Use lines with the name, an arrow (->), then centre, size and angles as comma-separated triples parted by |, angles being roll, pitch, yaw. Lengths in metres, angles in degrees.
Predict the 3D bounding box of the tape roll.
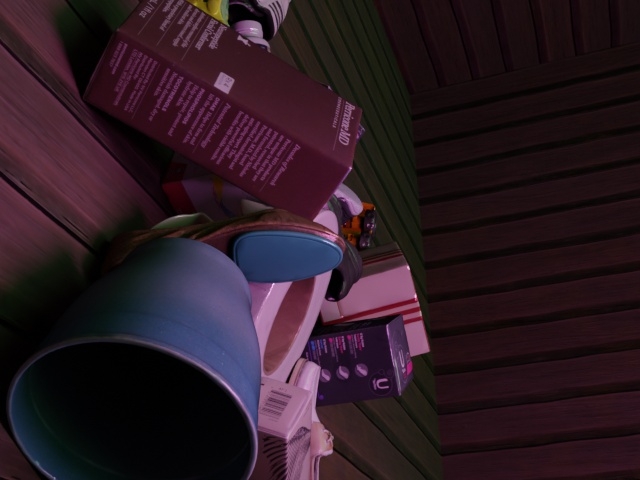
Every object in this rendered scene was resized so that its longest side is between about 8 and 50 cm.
tape roll -> -0.078, 0.119, 1.387 | 0.392, 0.072, 0.392 | 22, 90, -76

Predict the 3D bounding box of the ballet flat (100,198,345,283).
ballet flat -> -0.141, 0.004, 1.170 | 0.116, 0.342, 0.124 | 90, -15, -44

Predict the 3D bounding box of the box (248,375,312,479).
box -> -0.076, 0.364, 1.344 | 0.113, 0.094, 0.275 | -56, 154, -49

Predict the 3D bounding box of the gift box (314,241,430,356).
gift box -> 0.097, 0.165, 1.965 | 0.276, 0.258, 0.255 | -107, -179, -80

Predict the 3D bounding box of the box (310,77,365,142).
box -> -0.067, -0.236, 1.577 | 0.142, 0.247, 0.163 | -55, 142, -4

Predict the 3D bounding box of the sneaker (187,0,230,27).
sneaker -> -0.218, -0.410, 1.563 | 0.123, 0.109, 0.296 | 114, -30, -65

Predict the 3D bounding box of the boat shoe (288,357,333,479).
boat shoe -> -0.026, 0.374, 1.524 | 0.113, 0.103, 0.303 | 44, 55, -76

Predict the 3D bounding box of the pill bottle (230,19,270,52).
pill bottle -> -0.149, -0.371, 1.737 | 0.094, 0.094, 0.170 | 24, 57, -71

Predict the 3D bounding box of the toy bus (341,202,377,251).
toy bus -> 0.068, 0.033, 2.179 | 0.220, 0.149, 0.212 | -75, 166, -52

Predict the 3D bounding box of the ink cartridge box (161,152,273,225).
ink cartridge box -> -0.154, -0.101, 1.402 | 0.128, 0.176, 0.127 | -80, 154, -50

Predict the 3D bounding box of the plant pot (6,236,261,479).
plant pot -> -0.188, 0.138, 0.980 | 0.255, 0.271, 0.272 | -79, 153, -56

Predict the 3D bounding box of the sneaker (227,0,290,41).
sneaker -> -0.160, -0.620, 1.724 | 0.258, 0.169, 0.448 | -87, 162, -44

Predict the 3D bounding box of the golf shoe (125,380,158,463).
golf shoe -> -0.253, 0.249, 1.085 | 0.086, 0.069, 0.176 | 93, 3, -50

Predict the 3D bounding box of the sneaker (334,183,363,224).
sneaker -> -0.042, -0.097, 1.917 | 0.268, 0.153, 0.101 | 32, 20, -21

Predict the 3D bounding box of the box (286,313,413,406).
box -> 0.035, 0.245, 1.655 | 0.165, 0.270, 0.144 | -12, 91, -73

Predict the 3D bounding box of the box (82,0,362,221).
box -> -0.134, -0.204, 1.237 | 0.381, 0.143, 0.191 | 30, 35, -14

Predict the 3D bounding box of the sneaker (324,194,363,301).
sneaker -> 0.000, 0.000, 1.701 | 0.286, 0.109, 0.130 | 59, 30, -21
